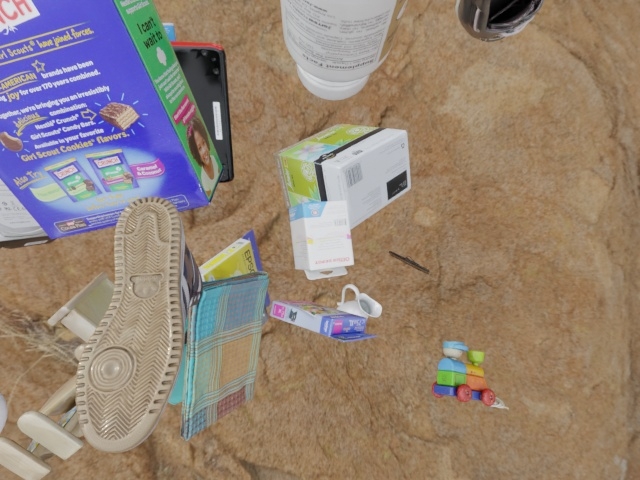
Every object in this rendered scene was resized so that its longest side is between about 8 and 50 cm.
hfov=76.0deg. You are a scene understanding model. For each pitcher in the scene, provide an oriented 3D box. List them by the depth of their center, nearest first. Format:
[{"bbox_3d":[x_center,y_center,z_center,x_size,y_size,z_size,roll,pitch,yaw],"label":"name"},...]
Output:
[{"bbox_3d":[0.125,0.281,1.685,0.177,0.207,0.125,50,44,4],"label":"pitcher"}]

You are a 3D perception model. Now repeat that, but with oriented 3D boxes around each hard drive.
[{"bbox_3d":[-0.895,-0.135,1.112,0.064,0.237,0.338,-32,88,16],"label":"hard drive"}]

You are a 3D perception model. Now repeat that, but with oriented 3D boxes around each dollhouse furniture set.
[{"bbox_3d":[-0.622,0.315,1.055,0.394,0.362,0.256,-38,106,16],"label":"dollhouse furniture set"}]

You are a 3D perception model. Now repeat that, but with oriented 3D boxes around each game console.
[{"bbox_3d":[-0.422,-0.348,1.149,0.342,0.060,0.386,1,122,-2],"label":"game console"}]

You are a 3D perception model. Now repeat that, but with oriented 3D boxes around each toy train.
[{"bbox_3d":[0.412,0.357,1.083,0.248,0.105,0.143,19,69,-27],"label":"toy train"}]

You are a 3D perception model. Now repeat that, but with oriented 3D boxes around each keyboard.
[{"bbox_3d":[0.394,0.087,1.794,0.192,0.100,0.038,29,84,18],"label":"keyboard"}]

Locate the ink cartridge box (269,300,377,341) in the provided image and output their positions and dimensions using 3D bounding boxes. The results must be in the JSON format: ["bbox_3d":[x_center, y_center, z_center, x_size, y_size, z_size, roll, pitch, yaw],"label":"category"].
[{"bbox_3d":[0.010,0.252,1.317,0.311,0.186,0.065,12,91,41],"label":"ink cartridge box"}]

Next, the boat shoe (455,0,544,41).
[{"bbox_3d":[0.250,-0.334,0.554,0.112,0.335,0.095,-31,78,23],"label":"boat shoe"}]

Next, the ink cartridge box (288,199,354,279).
[{"bbox_3d":[0.000,0.000,0.792,0.092,0.090,0.143,-5,90,-23],"label":"ink cartridge box"}]

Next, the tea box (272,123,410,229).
[{"bbox_3d":[0.077,-0.234,1.394,0.329,0.324,0.219,-34,126,-33],"label":"tea box"}]

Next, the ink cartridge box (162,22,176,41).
[{"bbox_3d":[-0.495,-0.530,1.217,0.148,0.086,0.203,-9,124,-15],"label":"ink cartridge box"}]

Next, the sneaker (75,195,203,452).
[{"bbox_3d":[-0.205,0.103,0.505,0.099,0.153,0.282,1,63,-8],"label":"sneaker"}]

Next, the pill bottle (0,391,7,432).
[{"bbox_3d":[-0.402,0.117,0.379,0.216,0.121,0.121,36,86,24],"label":"pill bottle"}]

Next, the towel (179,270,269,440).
[{"bbox_3d":[-0.231,0.270,1.026,0.040,0.271,0.369,11,99,28],"label":"towel"}]

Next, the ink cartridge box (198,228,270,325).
[{"bbox_3d":[-0.249,0.162,1.284,0.072,0.307,0.303,6,119,30],"label":"ink cartridge box"}]

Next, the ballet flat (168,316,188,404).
[{"bbox_3d":[-0.423,0.270,1.197,0.147,0.147,0.408,4,107,2],"label":"ballet flat"}]

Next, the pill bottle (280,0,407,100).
[{"bbox_3d":[0.022,-0.250,0.440,0.131,0.229,0.131,0,83,-2],"label":"pill bottle"}]

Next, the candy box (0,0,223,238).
[{"bbox_3d":[-0.321,-0.178,0.554,0.268,0.122,0.317,-11,129,7],"label":"candy box"}]
